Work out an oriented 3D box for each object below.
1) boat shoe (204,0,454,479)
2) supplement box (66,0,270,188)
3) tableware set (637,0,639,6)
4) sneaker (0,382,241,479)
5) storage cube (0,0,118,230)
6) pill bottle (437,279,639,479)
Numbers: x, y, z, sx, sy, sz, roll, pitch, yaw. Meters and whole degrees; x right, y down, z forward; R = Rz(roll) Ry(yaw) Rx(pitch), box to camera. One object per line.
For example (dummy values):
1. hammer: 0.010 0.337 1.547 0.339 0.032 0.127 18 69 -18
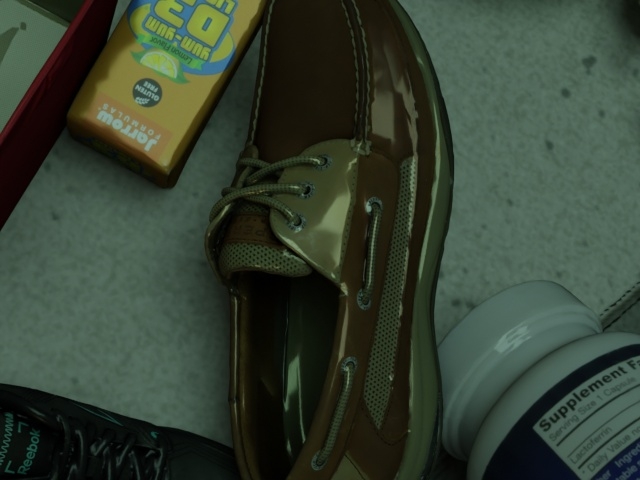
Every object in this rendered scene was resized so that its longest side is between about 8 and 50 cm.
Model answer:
1. boat shoe: 0.000 0.000 0.683 0.120 0.122 0.324 2 82 -48
2. supplement box: -0.072 -0.152 0.755 0.078 0.080 0.233 29 85 -7
3. tableware set: 0.288 -0.137 0.911 0.128 0.039 0.194 -14 82 -35
4. sneaker: -0.144 0.136 0.655 0.267 0.106 0.101 11 69 -15
5. storage cube: -0.230 -0.112 0.659 0.183 0.193 0.215 28 66 -7
6. pill bottle: 0.178 0.147 0.670 0.153 0.153 0.265 -21 45 -22
